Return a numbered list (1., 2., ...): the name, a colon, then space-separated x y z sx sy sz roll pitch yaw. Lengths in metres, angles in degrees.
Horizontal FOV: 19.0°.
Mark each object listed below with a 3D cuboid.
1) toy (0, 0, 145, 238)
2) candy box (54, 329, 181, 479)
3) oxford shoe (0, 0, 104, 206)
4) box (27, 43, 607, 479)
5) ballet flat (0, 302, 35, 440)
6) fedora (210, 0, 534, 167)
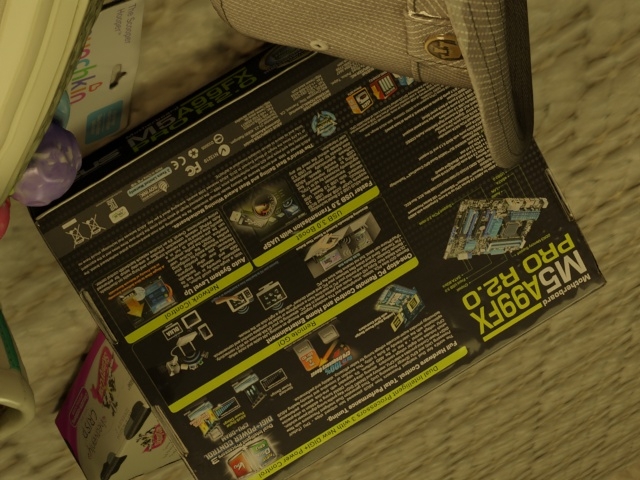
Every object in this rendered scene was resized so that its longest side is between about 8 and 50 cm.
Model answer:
1. toy: -0.186 -0.026 0.968 0.237 0.056 0.137 -25 161 -21
2. candy box: -0.064 0.085 1.405 0.233 0.071 0.159 -20 156 -34
3. oxford shoe: -0.127 -0.140 0.694 0.130 0.169 0.449 18 157 -6
4. box: 0.000 0.000 1.100 0.270 0.216 0.060 -32 -159 -3
5. ballet flat: -0.308 0.179 1.024 0.400 0.139 0.139 -46 160 2
6. fedora: 0.017 -0.152 0.794 0.124 0.244 0.275 -4 165 8
